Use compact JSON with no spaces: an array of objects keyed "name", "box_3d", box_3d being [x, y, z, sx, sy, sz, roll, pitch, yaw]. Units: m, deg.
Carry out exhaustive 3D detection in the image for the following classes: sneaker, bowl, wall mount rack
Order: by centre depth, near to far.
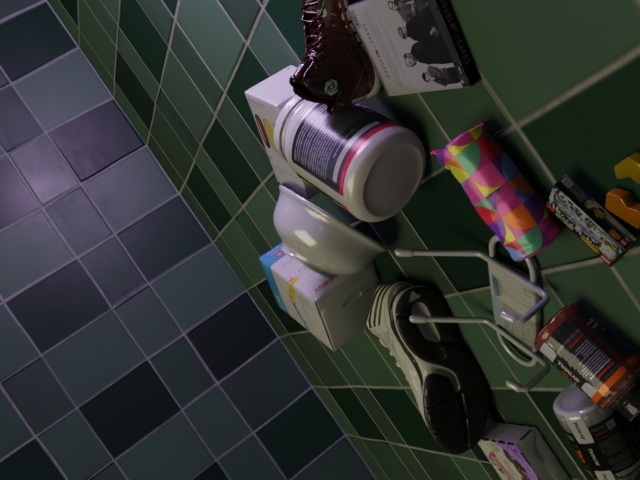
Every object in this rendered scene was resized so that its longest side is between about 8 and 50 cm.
[{"name":"sneaker","box_3d":[-0.007,-0.356,1.353,0.281,0.162,0.106,61,160,-16]},{"name":"wall mount rack","box_3d":[0.303,0.128,1.463,0.304,0.130,0.350,36,152,43]},{"name":"bowl","box_3d":[0.000,0.000,1.759,0.297,0.134,0.298,30,-179,-1]},{"name":"sneaker","box_3d":[0.254,0.291,1.854,0.448,0.169,0.257,69,166,-14]}]

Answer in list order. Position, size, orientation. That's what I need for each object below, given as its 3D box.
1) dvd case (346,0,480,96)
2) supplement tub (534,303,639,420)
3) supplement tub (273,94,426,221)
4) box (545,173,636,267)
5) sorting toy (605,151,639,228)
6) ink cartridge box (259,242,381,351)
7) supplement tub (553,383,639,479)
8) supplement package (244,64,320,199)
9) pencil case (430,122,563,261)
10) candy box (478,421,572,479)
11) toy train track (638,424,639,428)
[{"name":"dvd case","box_3d":[0.147,-0.328,1.242,0.238,0.029,0.179,14,135,62]},{"name":"supplement tub","box_3d":[0.462,0.205,1.258,0.198,0.106,0.106,46,158,26]},{"name":"supplement tub","box_3d":[0.053,-0.172,1.469,0.272,0.191,0.191,38,154,40]},{"name":"box","box_3d":[0.397,-0.028,1.116,0.137,0.027,0.094,48,175,19]},{"name":"sorting toy","box_3d":[0.491,-0.028,0.928,0.307,0.041,0.229,45,157,42]},{"name":"ink cartridge box","box_3d":[0.009,0.118,2.027,0.270,0.198,0.197,34,151,46]},{"name":"supplement tub","box_3d":[0.512,0.355,1.363,0.190,0.117,0.117,60,160,-11]},{"name":"supplement package","box_3d":[-0.046,-0.240,1.672,0.139,0.133,0.244,32,150,47]},{"name":"pencil case","box_3d":[0.287,-0.079,1.220,0.236,0.104,0.104,54,160,5]},{"name":"candy box","box_3d":[0.475,0.518,1.779,0.165,0.070,0.196,56,160,-2]},{"name":"toy train track","box_3d":[0.585,0.335,1.316,0.048,0.014,0.083,58,161,-6]}]
